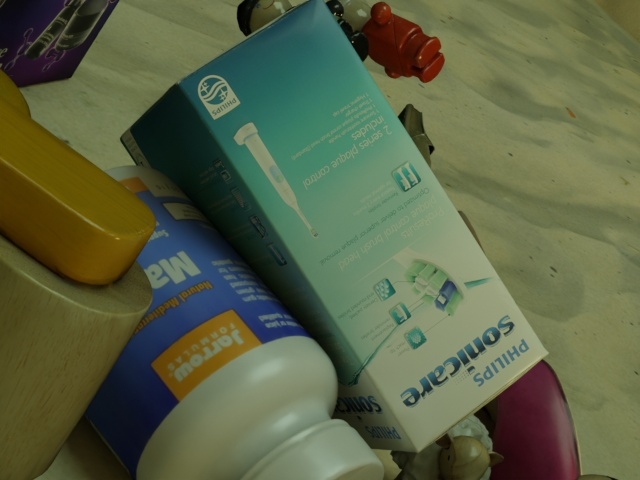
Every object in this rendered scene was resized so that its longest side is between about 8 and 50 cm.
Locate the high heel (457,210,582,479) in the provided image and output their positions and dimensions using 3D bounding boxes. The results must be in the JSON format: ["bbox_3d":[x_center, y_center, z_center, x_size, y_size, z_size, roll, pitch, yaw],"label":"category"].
[{"bbox_3d":[0.094,0.121,1.277,0.181,0.127,0.377,-7,43,-16],"label":"high heel"}]

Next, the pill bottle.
[{"bbox_3d":[-0.084,0.089,0.976,0.272,0.152,0.152,46,25,26],"label":"pill bottle"}]

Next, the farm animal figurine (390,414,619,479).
[{"bbox_3d":[0.175,0.252,0.992,0.330,0.172,0.327,37,23,3],"label":"farm animal figurine"}]

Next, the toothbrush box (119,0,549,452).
[{"bbox_3d":[0.000,0.000,1.057,0.296,0.126,0.216,58,-19,-3],"label":"toothbrush box"}]

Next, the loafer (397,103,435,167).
[{"bbox_3d":[0.108,-0.113,1.761,0.050,0.056,0.148,30,34,-14],"label":"loafer"}]

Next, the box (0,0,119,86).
[{"bbox_3d":[-0.279,-0.229,1.283,0.103,0.184,0.261,40,24,11],"label":"box"}]

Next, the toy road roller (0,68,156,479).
[{"bbox_3d":[-0.244,-0.019,0.910,0.329,0.202,0.240,37,18,7],"label":"toy road roller"}]

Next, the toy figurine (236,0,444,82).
[{"bbox_3d":[0.000,-0.150,1.489,0.148,0.210,0.213,30,24,33],"label":"toy figurine"}]
